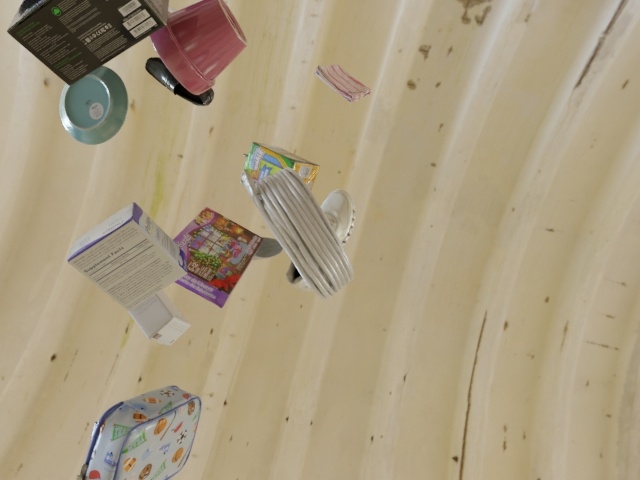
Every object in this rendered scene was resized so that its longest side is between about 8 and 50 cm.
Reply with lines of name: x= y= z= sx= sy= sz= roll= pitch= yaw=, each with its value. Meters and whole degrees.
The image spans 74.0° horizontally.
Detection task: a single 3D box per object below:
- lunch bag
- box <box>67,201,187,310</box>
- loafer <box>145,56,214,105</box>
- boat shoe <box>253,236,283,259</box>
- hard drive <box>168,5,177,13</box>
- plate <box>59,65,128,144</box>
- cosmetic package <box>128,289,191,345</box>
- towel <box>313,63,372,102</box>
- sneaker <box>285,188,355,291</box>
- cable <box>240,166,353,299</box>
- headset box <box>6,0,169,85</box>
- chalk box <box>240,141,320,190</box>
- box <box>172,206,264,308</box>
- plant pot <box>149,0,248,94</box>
lunch bag: x=-0.419 y=0.489 z=0.999 sx=0.114 sy=0.243 sz=0.303 roll=17 pitch=-179 yaw=20
box: x=-0.318 y=0.028 z=0.715 sx=0.126 sy=0.137 sz=0.072 roll=-32 pitch=-144 yaw=1
loafer: x=-0.433 y=-0.482 z=1.291 sx=0.223 sy=0.076 sz=0.078 roll=29 pitch=-140 yaw=-8
boat shoe: x=-0.253 y=0.033 z=1.607 sx=0.226 sy=0.076 sz=0.083 roll=-2 pitch=-97 yaw=-3
hard drive: x=-0.567 y=-0.643 z=1.213 sx=0.232 sy=0.047 sz=0.353 roll=-10 pitch=-166 yaw=10
plate: x=-0.537 y=-0.319 z=0.990 sx=0.188 sy=0.188 sz=0.024 roll=25 pitch=-175 yaw=11
cosmetic package: x=-0.451 y=0.158 z=1.106 sx=0.085 sy=0.117 sz=0.231 roll=-44 pitch=-109 yaw=-11
towel: x=0.073 y=-0.470 z=1.251 sx=0.144 sy=0.029 sz=0.197 roll=39 pitch=-146 yaw=3
sneaker: x=0.000 y=0.000 z=1.107 sx=0.110 sy=0.292 sz=0.118 roll=26 pitch=-178 yaw=22
cable: x=-0.034 y=-0.012 z=0.795 sx=0.089 sy=0.257 sz=0.257 roll=-33 pitch=-110 yaw=-6
headset box: x=-0.430 y=-0.485 z=0.828 sx=0.246 sy=0.131 sz=0.283 roll=-21 pitch=-127 yaw=16
chalk box: x=-0.185 y=-0.271 z=1.679 sx=0.289 sy=0.179 sz=0.180 roll=28 pitch=-163 yaw=29
box: x=-0.293 y=0.034 z=1.163 sx=0.200 sy=0.057 sz=0.293 roll=29 pitch=-150 yaw=-5
plant pot: x=-0.290 y=-0.496 z=1.053 sx=0.180 sy=0.201 sz=0.201 roll=-28 pitch=-138 yaw=11
